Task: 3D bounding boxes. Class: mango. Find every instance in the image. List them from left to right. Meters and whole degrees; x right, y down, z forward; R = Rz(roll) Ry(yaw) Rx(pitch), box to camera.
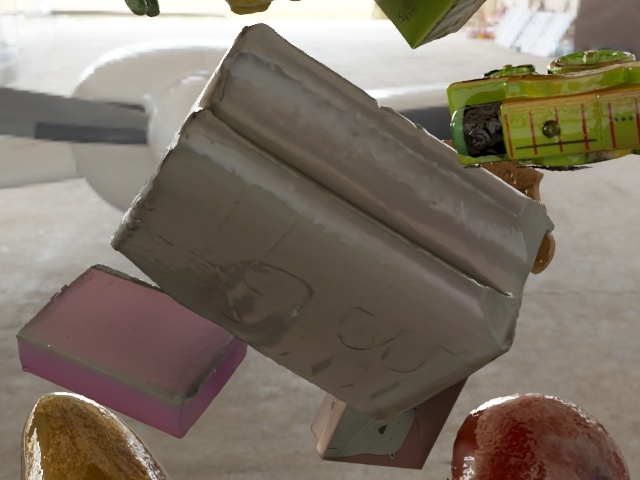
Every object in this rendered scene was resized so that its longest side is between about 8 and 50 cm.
[{"bbox_3d":[-0.343,0.401,1.407,0.378,0.221,0.264,57,11,30],"label":"mango"}]

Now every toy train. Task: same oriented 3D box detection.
[{"bbox_3d":[0.259,-0.124,0.863,0.296,0.100,0.160,-4,19,27],"label":"toy train"}]

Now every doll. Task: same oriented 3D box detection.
[{"bbox_3d":[-0.276,-0.390,1.308,0.078,0.150,0.115,-29,2,32],"label":"doll"}]

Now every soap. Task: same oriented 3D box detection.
[{"bbox_3d":[-0.248,0.142,1.233,0.259,0.081,0.181,19,40,16],"label":"soap"},{"bbox_3d":[0.000,0.000,1.083,0.435,0.212,0.350,33,-34,-14],"label":"soap"}]

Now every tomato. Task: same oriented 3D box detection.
[{"bbox_3d":[0.359,0.392,1.435,0.290,0.334,0.176,28,-32,-12],"label":"tomato"}]

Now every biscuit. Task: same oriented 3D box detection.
[{"bbox_3d":[0.239,-0.052,1.273,0.035,0.162,0.250,13,36,-54],"label":"biscuit"}]

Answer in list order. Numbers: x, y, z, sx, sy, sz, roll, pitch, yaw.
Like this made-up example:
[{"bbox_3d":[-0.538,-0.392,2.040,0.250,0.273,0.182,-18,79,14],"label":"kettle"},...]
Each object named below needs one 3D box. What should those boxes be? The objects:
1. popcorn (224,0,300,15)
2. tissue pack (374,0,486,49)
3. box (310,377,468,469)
[{"bbox_3d":[-0.103,-0.450,1.240,0.215,0.286,0.252,-16,38,-12],"label":"popcorn"},{"bbox_3d":[0.187,-0.442,1.276,0.167,0.200,0.275,-29,-11,-46],"label":"tissue pack"},{"bbox_3d":[0.116,0.280,1.580,0.215,0.215,0.086,13,20,-29],"label":"box"}]
